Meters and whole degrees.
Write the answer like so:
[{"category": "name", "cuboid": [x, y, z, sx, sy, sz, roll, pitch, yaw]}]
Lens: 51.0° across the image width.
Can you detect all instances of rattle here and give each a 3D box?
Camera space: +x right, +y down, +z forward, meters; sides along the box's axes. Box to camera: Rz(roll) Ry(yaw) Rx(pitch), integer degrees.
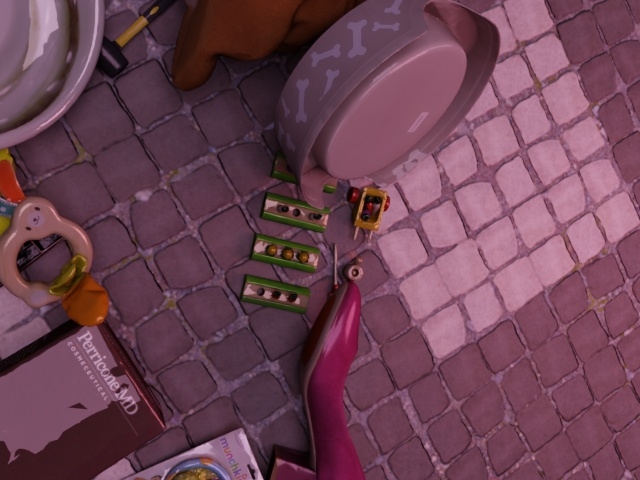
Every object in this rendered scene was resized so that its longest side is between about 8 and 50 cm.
[{"category": "rattle", "cuboid": [-0.360, 0.007, 0.856, 0.130, 0.143, 0.199, -16, 119, -12]}]

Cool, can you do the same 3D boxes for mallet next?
[{"category": "mallet", "cuboid": [-0.271, -0.327, 0.988, 0.062, 0.039, 0.189, 38, 77, -19]}]

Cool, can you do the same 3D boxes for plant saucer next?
[{"category": "plant saucer", "cuboid": [-0.476, -0.307, 0.831, 0.401, 0.101, 0.400, -11, 106, -41]}]

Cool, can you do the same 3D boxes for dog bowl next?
[{"category": "dog bowl", "cuboid": [0.086, -0.198, 0.944, 0.349, 0.348, 0.102, -33, 70, -14]}]

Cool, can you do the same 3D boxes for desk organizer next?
[{"category": "desk organizer", "cuboid": [-0.420, 0.014, 0.942, 0.130, 0.050, 0.047, -40, 103, -12]}]

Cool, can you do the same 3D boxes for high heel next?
[{"category": "high heel", "cuboid": [0.046, 0.256, 1.059, 0.181, 0.127, 0.377, 16, 102, -8]}]

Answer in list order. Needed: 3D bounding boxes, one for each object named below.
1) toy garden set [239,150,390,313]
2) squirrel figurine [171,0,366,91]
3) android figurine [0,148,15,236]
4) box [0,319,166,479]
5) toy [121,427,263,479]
[{"category": "toy garden set", "cuboid": [0.000, 0.000, 1.075, 0.204, 0.049, 0.244, 14, 88, -18]}, {"category": "squirrel figurine", "cuboid": [0.021, -0.377, 0.899, 0.371, 0.397, 0.281, -2, 81, -31]}, {"category": "android figurine", "cuboid": [-0.523, -0.076, 0.882, 0.248, 0.056, 0.272, 34, 68, -7]}, {"category": "box", "cuboid": [-0.424, 0.273, 0.907, 0.381, 0.143, 0.191, -33, 101, -16]}, {"category": "toy", "cuboid": [-0.203, 0.395, 1.001, 0.237, 0.056, 0.136, -22, 88, -4]}]
